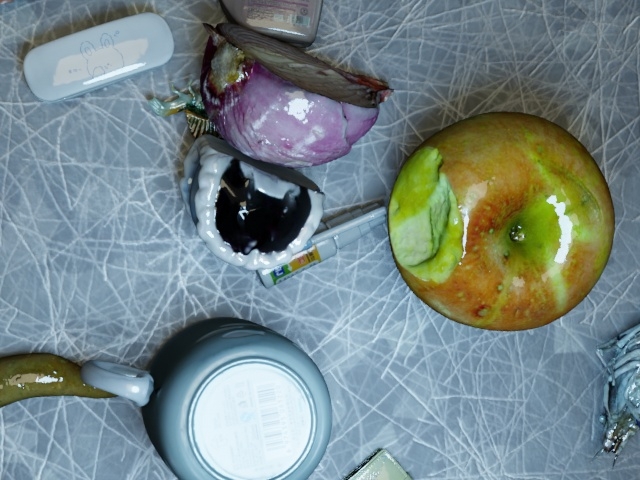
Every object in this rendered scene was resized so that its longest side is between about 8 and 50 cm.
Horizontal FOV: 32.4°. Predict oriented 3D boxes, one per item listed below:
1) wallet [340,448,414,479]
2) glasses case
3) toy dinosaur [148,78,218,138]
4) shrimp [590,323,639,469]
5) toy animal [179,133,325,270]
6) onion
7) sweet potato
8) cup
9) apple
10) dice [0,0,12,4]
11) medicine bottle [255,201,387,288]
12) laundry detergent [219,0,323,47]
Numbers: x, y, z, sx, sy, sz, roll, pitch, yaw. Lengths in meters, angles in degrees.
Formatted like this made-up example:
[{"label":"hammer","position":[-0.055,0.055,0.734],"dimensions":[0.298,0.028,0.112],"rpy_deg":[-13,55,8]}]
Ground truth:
[{"label":"wallet","position":[0.111,0.420,1.757],"dimensions":[0.110,0.039,0.155],"rpy_deg":[-40,95,-6]},{"label":"glasses case","position":[-0.340,-0.283,1.700],"dimensions":[0.234,0.059,0.092],"rpy_deg":[-19,90,-9]},{"label":"toy dinosaur","position":[-0.169,-0.206,1.736],"dimensions":[0.187,0.044,0.106],"rpy_deg":[27,90,-25]},{"label":"shrimp","position":[0.556,0.179,1.780],"dimensions":[0.221,0.166,0.410],"rpy_deg":[28,73,-5]},{"label":"toy animal","position":[-0.116,-0.054,1.665],"dimensions":[0.208,0.204,0.156],"rpy_deg":[23,101,-25]},{"label":"onion","position":[-0.032,-0.194,1.672],"dimensions":[0.349,0.267,0.159],"rpy_deg":[8,119,-44]},{"label":"sweet potato","position":[-0.453,0.223,1.666],"dimensions":[0.346,0.079,0.108],"rpy_deg":[-13,119,-10]},{"label":"cup","position":[-0.167,0.231,1.588],"dimensions":[0.357,0.274,0.259],"rpy_deg":[16,84,-14]},{"label":"apple","position":[0.264,-0.030,1.661],"dimensions":[0.340,0.339,0.339],"rpy_deg":[0,88,-8]},{"label":"dice","position":[-0.473,-0.467,1.611],"dimensions":[0.175,0.179,0.174],"rpy_deg":[-33,82,-1]},{"label":"medicine bottle","position":[0.000,0.000,1.726],"dimensions":[0.221,0.092,0.061],"rpy_deg":[-26,87,-9]},{"label":"laundry detergent","position":[-0.074,-0.432,1.736],"dimensions":[0.171,0.076,0.237],"rpy_deg":[7,87,-8]}]
